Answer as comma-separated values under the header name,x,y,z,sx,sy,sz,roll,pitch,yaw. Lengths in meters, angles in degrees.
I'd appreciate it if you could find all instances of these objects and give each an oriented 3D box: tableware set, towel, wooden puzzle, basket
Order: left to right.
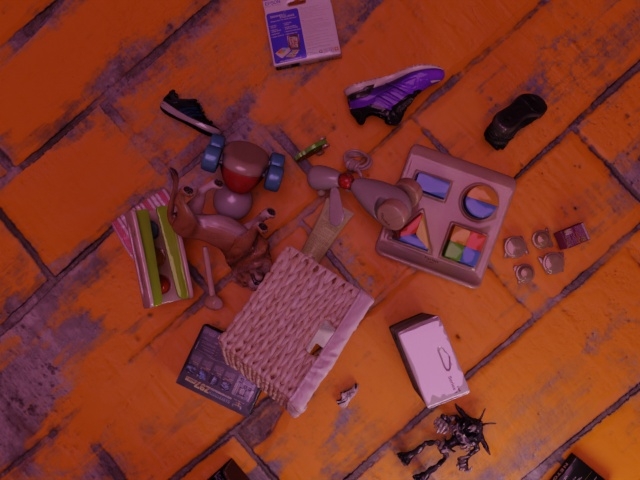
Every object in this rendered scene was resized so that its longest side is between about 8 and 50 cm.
name,x,y,z,sx,sy,sz,roll,pitch,yaw
towel,-0.499,-0.045,1.772,0.197,0.029,0.144,-33,85,-3
basket,-0.068,0.241,1.551,0.266,0.331,0.328,34,71,6
wooden puzzle,0.360,-0.073,1.713,0.321,0.080,0.348,20,86,4
tableware set,0.612,0.043,1.725,0.168,0.020,0.141,-17,86,-1

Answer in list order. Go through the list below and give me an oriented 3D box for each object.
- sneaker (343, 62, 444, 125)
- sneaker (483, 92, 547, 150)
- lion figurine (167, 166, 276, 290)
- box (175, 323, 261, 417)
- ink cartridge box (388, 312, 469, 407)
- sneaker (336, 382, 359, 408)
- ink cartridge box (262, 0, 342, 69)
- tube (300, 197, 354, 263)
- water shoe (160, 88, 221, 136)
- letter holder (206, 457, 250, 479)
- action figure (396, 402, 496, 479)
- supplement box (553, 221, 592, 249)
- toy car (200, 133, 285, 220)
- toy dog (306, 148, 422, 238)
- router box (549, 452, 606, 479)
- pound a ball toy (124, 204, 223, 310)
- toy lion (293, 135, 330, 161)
name,x,y,z,sx,sy,sz,roll,pitch,yaw
sneaker,0.224,-0.408,1.742,0.293,0.102,0.146,-15,89,6
sneaker,0.552,-0.341,1.733,0.227,0.130,0.087,-34,79,-29
lion figurine,-0.279,-0.025,1.630,0.392,0.142,0.240,33,129,-16
box,-0.267,0.368,1.712,0.232,0.059,0.184,25,87,3
ink cartridge box,0.278,0.306,1.587,0.117,0.278,0.202,-22,85,0
sneaker,0.076,0.437,1.707,0.037,0.032,0.083,35,87,4
ink cartridge box,-0.055,-0.629,1.790,0.206,0.045,0.209,-10,86,1
tube,0.000,0.000,1.737,0.070,0.062,0.240,36,80,-39
water shoe,-0.374,-0.377,1.769,0.203,0.073,0.080,28,85,4
letter holder,-0.215,0.773,1.600,0.152,0.214,0.302,-41,85,-1
action figure,0.355,0.557,1.636,0.275,0.141,0.164,-36,74,1
supplement box,0.716,-0.013,1.707,0.083,0.043,0.055,-20,86,-10
toy car,-0.240,-0.149,1.716,0.219,0.210,0.238,17,115,-10
toy dog,0.127,-0.104,1.675,0.220,0.161,0.333,-26,44,-31
router box,0.697,0.701,1.656,0.133,0.046,0.179,40,88,5
pound a ball toy,-0.417,0.061,1.705,0.208,0.135,0.320,-12,90,-29
toy lion,-0.030,-0.257,1.736,0.096,0.100,0.034,-25,87,-19
